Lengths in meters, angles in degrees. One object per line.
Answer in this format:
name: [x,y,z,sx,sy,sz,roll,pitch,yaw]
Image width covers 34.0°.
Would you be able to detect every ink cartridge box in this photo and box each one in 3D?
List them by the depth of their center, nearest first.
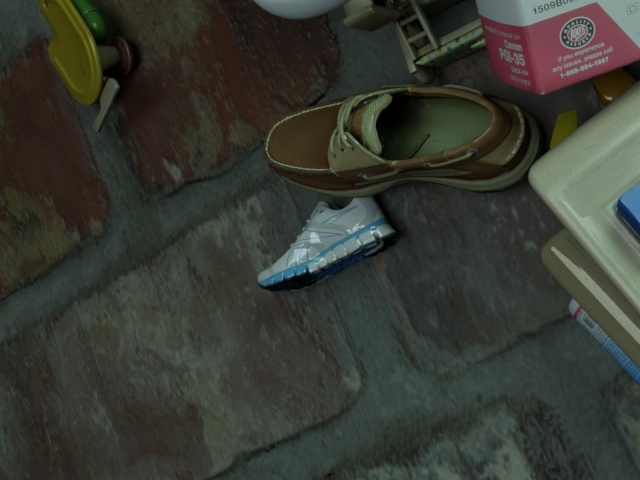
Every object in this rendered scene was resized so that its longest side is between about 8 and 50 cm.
ink cartridge box: [0.229,-0.299,0.912,0.207,0.117,0.283,-20,112,-5]

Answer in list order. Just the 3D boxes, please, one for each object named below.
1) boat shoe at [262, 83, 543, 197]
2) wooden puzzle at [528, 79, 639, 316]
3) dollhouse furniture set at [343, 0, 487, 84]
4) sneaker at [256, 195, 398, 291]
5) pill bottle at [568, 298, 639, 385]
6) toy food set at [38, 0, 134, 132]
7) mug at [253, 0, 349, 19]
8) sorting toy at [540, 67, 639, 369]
boat shoe: [0.072,-0.120,1.134,0.324,0.120,0.122,-1,75,32]
wooden puzzle: [0.400,-0.037,0.886,0.322,0.080,0.348,-39,69,5]
dollhouse furniture set: [0.141,-0.244,1.066,0.182,0.161,0.101,-23,81,34]
sneaker: [0.000,0.000,1.246,0.191,0.071,0.083,-27,72,24]
pill bottle: [0.324,0.095,1.012,0.160,0.087,0.087,49,118,21]
toy food set: [-0.310,-0.259,1.439,0.218,0.071,0.128,57,144,20]
mug: [-0.015,-0.392,1.053,0.328,0.276,0.374,-28,60,25]
sorting toy: [0.325,-0.021,0.977,0.229,0.041,0.307,-40,69,-1]
